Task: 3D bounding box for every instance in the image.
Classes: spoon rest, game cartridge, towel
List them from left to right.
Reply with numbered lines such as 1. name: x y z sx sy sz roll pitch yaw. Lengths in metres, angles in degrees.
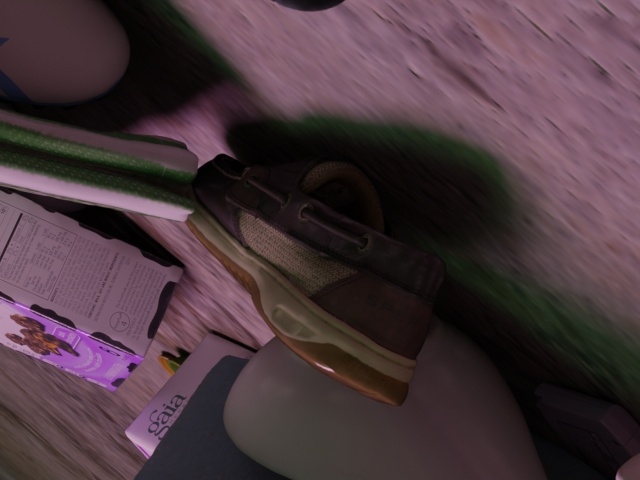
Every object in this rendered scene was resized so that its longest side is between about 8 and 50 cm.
1. towel: -0.217 -0.058 0.847 0.248 0.038 0.325 12 180 -22
2. spoon rest: 0.060 0.091 0.726 0.276 0.137 0.084 18 120 55
3. game cartridge: 0.140 0.102 0.777 0.056 0.017 0.083 20 153 53

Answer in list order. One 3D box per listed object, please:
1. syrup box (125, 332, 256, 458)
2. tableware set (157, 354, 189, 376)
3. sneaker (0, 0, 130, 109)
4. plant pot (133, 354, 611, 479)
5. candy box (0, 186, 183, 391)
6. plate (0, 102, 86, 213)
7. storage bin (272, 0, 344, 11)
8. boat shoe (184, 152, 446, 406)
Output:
1. syrup box: -0.011 0.151 1.052 0.237 0.093 0.096 21 154 45
2. tableware set: -0.095 0.132 1.279 0.104 0.024 0.154 42 162 -4
3. sneaker: -0.183 -0.148 0.742 0.237 0.085 0.086 40 153 -9
4. plant pot: 0.044 0.226 0.785 0.252 0.247 0.247 1 122 25
5. candy box: -0.206 0.024 1.096 0.196 0.070 0.165 24 163 -7
6. plate: -0.311 -0.127 1.088 0.277 0.045 0.278 19 152 46
7. storage bin: -0.019 -0.141 0.438 0.135 0.098 0.091 41 151 -1
8. boat shoe: -0.001 0.000 0.735 0.080 0.073 0.223 33 -174 -27
